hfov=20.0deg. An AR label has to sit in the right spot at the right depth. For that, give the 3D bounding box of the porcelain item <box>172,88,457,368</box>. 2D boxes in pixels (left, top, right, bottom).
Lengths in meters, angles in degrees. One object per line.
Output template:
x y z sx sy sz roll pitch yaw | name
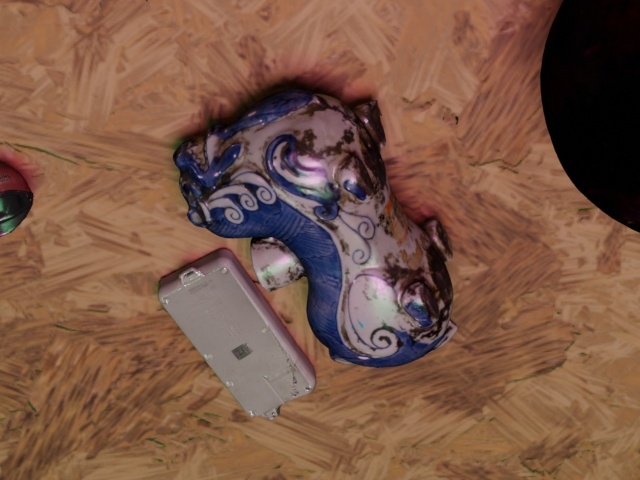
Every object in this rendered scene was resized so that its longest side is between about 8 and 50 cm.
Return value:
0.000 0.000 1.629 0.186 0.138 0.288 -19 120 22 | porcelain item

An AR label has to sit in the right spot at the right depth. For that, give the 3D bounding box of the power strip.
-0.078 0.092 1.739 0.081 0.035 0.192 -27 119 14 | power strip

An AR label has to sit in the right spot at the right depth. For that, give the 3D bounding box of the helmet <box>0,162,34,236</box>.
-0.297 -0.041 1.640 0.065 0.049 0.084 -14 157 -30 | helmet

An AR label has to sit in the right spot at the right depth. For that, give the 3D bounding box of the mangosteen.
0.317 -0.148 1.470 0.297 0.297 0.313 -13 89 6 | mangosteen
